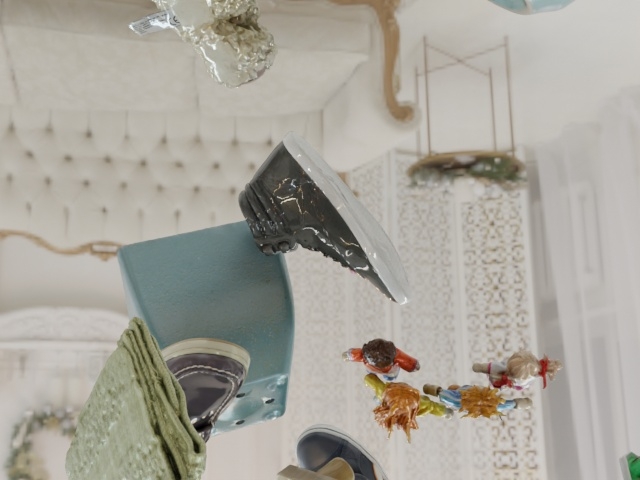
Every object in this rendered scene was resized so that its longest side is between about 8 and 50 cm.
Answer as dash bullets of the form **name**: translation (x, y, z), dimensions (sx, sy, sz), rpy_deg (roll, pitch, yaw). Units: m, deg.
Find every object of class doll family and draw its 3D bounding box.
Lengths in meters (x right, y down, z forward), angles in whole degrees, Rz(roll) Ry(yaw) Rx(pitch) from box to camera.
- **doll family**: translation (0.153, 0.185, 0.972), dimensions (0.263, 0.118, 0.163), rpy_deg (3, 166, 6)

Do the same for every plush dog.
- **plush dog**: translation (-0.104, -0.343, 0.937), dimensions (0.210, 0.225, 0.262), rpy_deg (24, 144, -8)

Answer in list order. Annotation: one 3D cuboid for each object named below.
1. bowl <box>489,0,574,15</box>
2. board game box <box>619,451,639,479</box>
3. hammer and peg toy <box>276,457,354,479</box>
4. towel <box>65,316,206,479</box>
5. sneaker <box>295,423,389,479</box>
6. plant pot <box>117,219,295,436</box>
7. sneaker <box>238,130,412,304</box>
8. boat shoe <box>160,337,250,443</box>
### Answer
- **bowl**: translation (0.205, -0.360, 0.875), dimensions (0.311, 0.163, 0.311), rpy_deg (34, -170, -7)
- **board game box**: translation (0.501, 0.438, 0.832), dimensions (0.390, 0.390, 0.050), rpy_deg (31, 124, -15)
- **hammer and peg toy**: translation (0.085, 0.427, 0.907), dimensions (0.127, 0.361, 0.266), rpy_deg (-30, -165, -33)
- **towel**: translation (-0.110, 0.129, 0.471), dimensions (0.027, 0.110, 0.148), rpy_deg (2, 133, -36)
- **sneaker**: translation (0.068, 0.455, 1.363), dimensions (0.126, 0.321, 0.127), rpy_deg (-41, 176, 17)
- **plant pot**: translation (-0.157, 0.153, 1.255), dimensions (0.247, 0.252, 0.248), rpy_deg (-12, 145, -15)
- **sneaker**: translation (0.000, 0.000, 1.182), dimensions (0.147, 0.296, 0.104), rpy_deg (-39, -179, 16)
- **boat shoe**: translation (-0.160, 0.196, 0.829), dimensions (0.103, 0.092, 0.285), rpy_deg (24, 133, -27)
